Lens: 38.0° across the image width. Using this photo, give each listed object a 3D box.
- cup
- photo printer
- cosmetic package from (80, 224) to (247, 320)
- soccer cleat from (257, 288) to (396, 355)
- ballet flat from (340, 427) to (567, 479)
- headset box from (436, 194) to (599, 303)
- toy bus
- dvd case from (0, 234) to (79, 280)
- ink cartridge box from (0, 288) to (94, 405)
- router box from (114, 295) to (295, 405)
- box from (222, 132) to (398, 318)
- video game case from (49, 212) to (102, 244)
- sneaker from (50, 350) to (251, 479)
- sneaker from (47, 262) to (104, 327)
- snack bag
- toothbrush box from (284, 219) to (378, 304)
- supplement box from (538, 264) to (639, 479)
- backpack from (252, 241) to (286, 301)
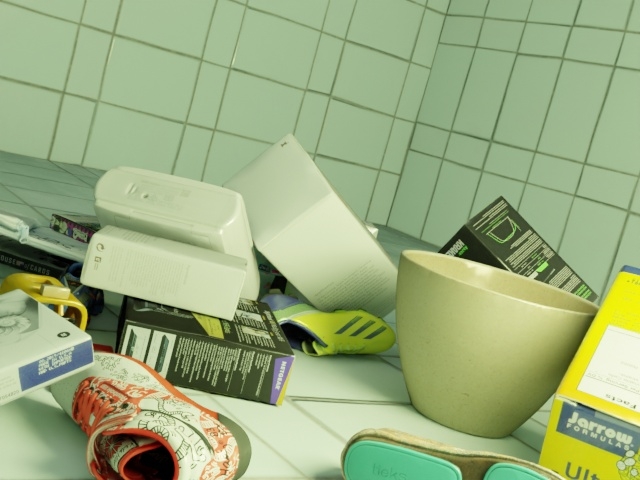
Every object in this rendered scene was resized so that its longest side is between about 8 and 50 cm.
[{"bbox_3d":[0.258,0.174,1.490,0.331,0.237,0.331,15,7,-2],"label":"cup"},{"bbox_3d":[-0.237,0.020,1.610,0.256,0.107,0.307,13,-35,15],"label":"photo printer"},{"bbox_3d":[-0.231,0.047,1.407,0.231,0.085,0.117,16,8,-4],"label":"cosmetic package"},{"bbox_3d":[0.011,0.174,1.680,0.289,0.093,0.121,17,36,-25],"label":"soccer cleat"},{"bbox_3d":[0.180,0.282,1.063,0.316,0.107,0.106,19,1,17],"label":"ballet flat"},{"bbox_3d":[0.345,0.105,1.764,0.283,0.246,0.131,48,52,9],"label":"headset box"},{"bbox_3d":[-0.361,0.108,1.225,0.202,0.104,0.191,16,8,9],"label":"toy bus"},{"bbox_3d":[-0.512,0.036,1.757,0.239,0.029,0.179,16,7,10],"label":"dvd case"},{"bbox_3d":[-0.401,0.119,1.013,0.224,0.045,0.223,20,30,39],"label":"ink cartridge box"},{"bbox_3d":[-0.185,0.143,1.421,0.243,0.081,0.309,13,7,-12],"label":"router box"},{"bbox_3d":[0.000,0.000,1.767,0.345,0.168,0.215,49,5,-43],"label":"box"},{"bbox_3d":[-0.468,-0.011,2.151,0.210,0.041,0.232,20,9,34],"label":"video game case"},{"bbox_3d":[-0.215,0.188,0.980,0.270,0.090,0.145,21,7,24],"label":"sneaker"},{"bbox_3d":[-0.383,0.076,1.494,0.083,0.087,0.221,14,7,-12],"label":"sneaker"},{"bbox_3d":[-0.518,-0.022,1.640,0.343,0.037,0.323,21,-2,-11],"label":"snack bag"},{"bbox_3d":[-0.037,0.029,2.102,0.283,0.206,0.122,15,7,-8],"label":"toothbrush box"},{"bbox_3d":[0.430,0.214,1.218,0.194,0.195,0.356,18,33,23],"label":"supplement box"},{"bbox_3d":[-0.159,0.051,1.946,0.188,0.144,0.166,12,13,0],"label":"backpack"}]
